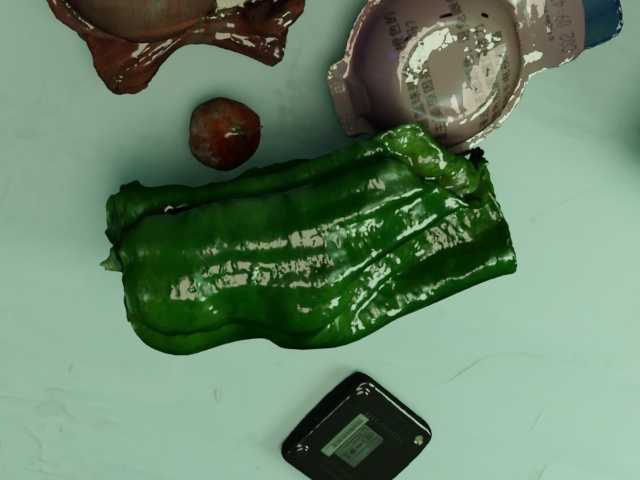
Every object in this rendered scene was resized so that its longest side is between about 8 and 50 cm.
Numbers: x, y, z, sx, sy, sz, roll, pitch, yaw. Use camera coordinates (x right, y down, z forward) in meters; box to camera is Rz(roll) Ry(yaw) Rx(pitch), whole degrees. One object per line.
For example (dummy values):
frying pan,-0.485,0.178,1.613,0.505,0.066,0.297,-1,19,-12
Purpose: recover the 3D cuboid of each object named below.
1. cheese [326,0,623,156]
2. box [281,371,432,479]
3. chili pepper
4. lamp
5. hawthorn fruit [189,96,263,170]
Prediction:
cheese,0.142,-0.175,1.141,0.286,0.074,0.189,-25,119,-7
box,0.040,0.211,1.318,0.126,0.027,0.125,-45,117,9
chili pepper,0.003,0.009,1.106,0.384,0.213,0.168,-9,83,-13
lamp,-0.125,-0.231,1.015,0.215,0.151,0.223,-11,160,-3
hawthorn fruit,-0.077,-0.091,1.105,0.066,0.103,0.067,-4,100,-24
